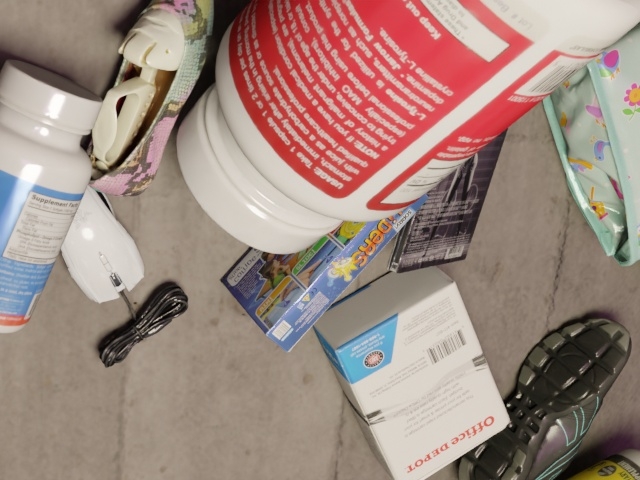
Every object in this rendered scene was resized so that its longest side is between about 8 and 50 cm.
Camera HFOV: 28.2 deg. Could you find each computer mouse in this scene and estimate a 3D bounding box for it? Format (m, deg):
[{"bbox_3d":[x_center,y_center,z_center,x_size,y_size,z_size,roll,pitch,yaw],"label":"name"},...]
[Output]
[{"bbox_3d":[-0.207,0.027,1.229,0.106,0.042,0.193,-32,119,-8],"label":"computer mouse"}]

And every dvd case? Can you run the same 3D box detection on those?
[{"bbox_3d":[0.141,-0.078,1.305,0.164,0.018,0.221,-8,119,-58],"label":"dvd case"}]

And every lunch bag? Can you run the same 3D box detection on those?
[{"bbox_3d":[0.368,-0.126,1.355,0.223,0.160,0.262,-29,113,-12],"label":"lunch bag"}]

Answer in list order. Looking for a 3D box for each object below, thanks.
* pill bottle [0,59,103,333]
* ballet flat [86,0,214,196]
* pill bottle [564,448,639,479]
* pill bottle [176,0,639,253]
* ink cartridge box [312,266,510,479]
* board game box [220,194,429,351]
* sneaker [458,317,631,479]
[{"bbox_3d":[-0.277,-0.041,1.125,0.124,0.124,0.222,19,100,-28],"label":"pill bottle"},{"bbox_3d":[-0.160,-0.141,1.157,0.079,0.077,0.222,-4,120,-61],"label":"ballet flat"},{"bbox_3d":[0.266,0.391,1.459,0.333,0.188,0.188,-26,118,-12],"label":"pill bottle"},{"bbox_3d":[0.058,-0.161,1.076,0.229,0.229,0.407,24,136,-29],"label":"pill bottle"},{"bbox_3d":[0.099,0.144,1.383,0.148,0.086,0.203,-29,120,-10],"label":"ink cartridge box"},{"bbox_3d":[0.000,0.000,1.254,0.201,0.136,0.035,-47,122,0],"label":"board game box"},{"bbox_3d":[0.267,0.204,1.492,0.267,0.101,0.106,-48,140,2],"label":"sneaker"}]
